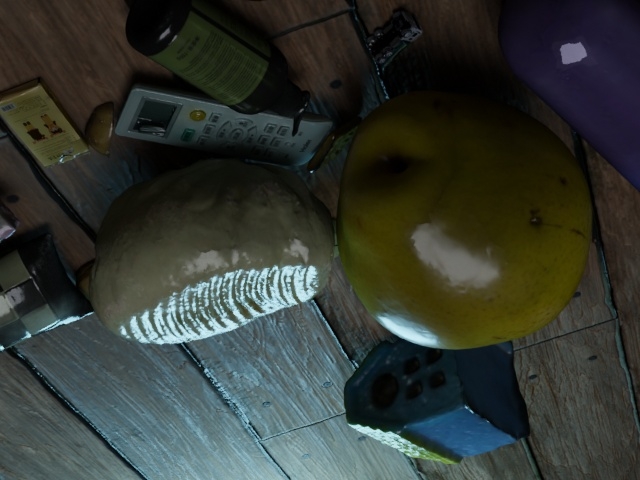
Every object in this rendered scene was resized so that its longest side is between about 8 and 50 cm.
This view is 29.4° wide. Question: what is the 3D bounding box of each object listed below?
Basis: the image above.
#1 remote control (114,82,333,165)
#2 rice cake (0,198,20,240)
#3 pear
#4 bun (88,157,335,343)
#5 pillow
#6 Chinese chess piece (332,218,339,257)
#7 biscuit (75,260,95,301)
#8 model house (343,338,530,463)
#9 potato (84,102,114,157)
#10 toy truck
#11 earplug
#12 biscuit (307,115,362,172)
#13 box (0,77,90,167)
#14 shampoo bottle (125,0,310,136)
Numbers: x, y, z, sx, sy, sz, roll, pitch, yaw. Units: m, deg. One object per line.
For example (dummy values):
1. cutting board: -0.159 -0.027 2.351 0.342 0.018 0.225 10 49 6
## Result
1. remote control: -0.132 -0.164 1.694 0.293 0.051 0.103 7 145 -23
2. rice cake: -0.555 0.035 1.739 0.298 0.050 0.106 -42 104 13
3. pear: 0.197 -0.024 1.721 0.362 0.362 0.418 -28 142 19
4. bun: -0.164 0.006 1.767 0.365 0.219 0.365 -13 159 -5
5. pillow: -0.489 0.097 1.869 0.250 0.106 0.186 -25 134 -7
6. Chinese chess piece: 0.000 0.000 1.959 0.084 0.034 0.084 -7 142 -6
7. biscuit: -0.249 0.086 1.988 0.301 0.049 0.197 9 136 -25
8. model house: 0.205 0.299 2.268 0.303 0.215 0.237 -29 141 26
9. potato: -0.305 -0.147 1.678 0.036 0.037 0.093 4 141 -14
10. toy truck: 0.100 -0.270 1.640 0.044 0.039 0.083 3 145 -47
11. earplug: 0.414 -0.217 1.671 0.215 0.215 0.456 -37 134 28
12. biscuit: 0.020 -0.139 1.765 0.081 0.018 0.083 -36 167 -47
13. box: -0.376 -0.157 1.657 0.073 0.020 0.149 -19 142 6
14. shampoo bottle: -0.116 -0.229 1.574 0.101 0.101 0.284 -35 138 27
